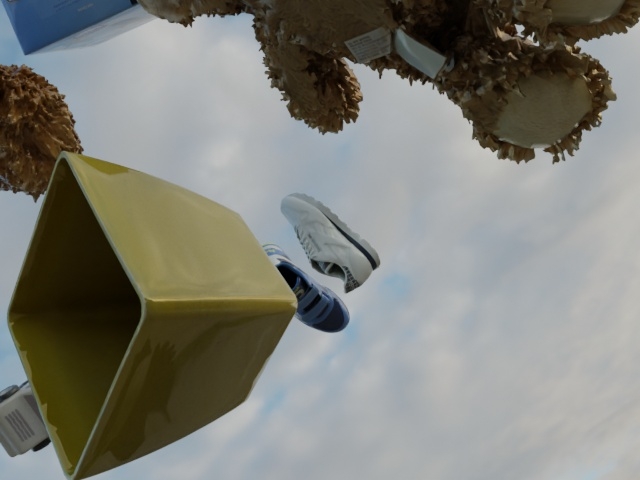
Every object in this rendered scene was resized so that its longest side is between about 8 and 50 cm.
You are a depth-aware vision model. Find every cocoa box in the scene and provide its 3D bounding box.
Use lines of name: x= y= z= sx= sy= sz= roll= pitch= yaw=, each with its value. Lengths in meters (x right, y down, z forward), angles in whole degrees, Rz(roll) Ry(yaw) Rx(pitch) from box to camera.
cocoa box: x=-0.365 y=-0.490 z=1.499 sx=0.347 sy=0.227 sz=0.231 roll=-16 pitch=10 yaw=24

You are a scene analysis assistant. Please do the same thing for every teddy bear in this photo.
teddy bear: x=0.037 y=-0.172 z=0.541 sx=0.113 sy=0.338 sz=0.245 roll=-55 pitch=-36 yaw=-35

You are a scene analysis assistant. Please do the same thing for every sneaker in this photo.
sneaker: x=0.000 y=0.000 z=1.616 sx=0.095 sy=0.235 sz=0.090 roll=-44 pitch=-25 yaw=-17
sneaker: x=-0.022 y=0.065 z=1.005 sx=0.144 sy=0.059 sz=0.053 roll=40 pitch=-88 yaw=-19

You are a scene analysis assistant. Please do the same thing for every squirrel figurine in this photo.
squirrel figurine: x=-0.521 y=-0.220 z=1.238 sx=0.397 sy=0.281 sz=0.370 roll=25 pitch=-40 yaw=-34

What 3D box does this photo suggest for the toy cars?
toy cars: x=-0.466 y=0.211 z=1.196 sx=0.394 sy=0.176 sz=0.087 roll=12 pitch=-16 yaw=-38

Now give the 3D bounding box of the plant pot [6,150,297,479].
plant pot: x=-0.151 y=0.066 z=0.808 sx=0.187 sy=0.212 sz=0.212 roll=2 pitch=-52 yaw=-40
